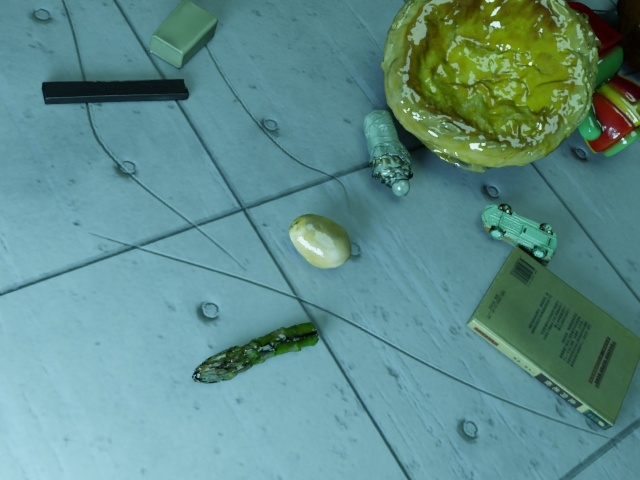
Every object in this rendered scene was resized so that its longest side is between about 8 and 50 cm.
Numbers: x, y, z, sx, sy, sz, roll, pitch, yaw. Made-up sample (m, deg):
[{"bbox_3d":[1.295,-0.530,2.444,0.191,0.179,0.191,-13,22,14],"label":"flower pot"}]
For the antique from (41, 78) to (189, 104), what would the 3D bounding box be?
[{"bbox_3d":[-0.274,-0.202,1.013,0.192,0.015,0.031,-7,61,-26],"label":"antique"}]

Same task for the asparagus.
[{"bbox_3d":[-0.076,0.132,0.871,0.165,0.030,0.036,-19,95,-31],"label":"asparagus"}]

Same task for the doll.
[{"bbox_3d":[0.414,-0.309,1.263,0.182,0.160,0.363,-33,75,-30],"label":"doll"}]

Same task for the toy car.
[{"bbox_3d":[0.291,-0.011,1.104,0.121,0.035,0.059,25,53,5],"label":"toy car"}]

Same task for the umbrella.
[{"bbox_3d":[0.098,-0.126,1.090,0.067,0.062,0.144,17,47,-49],"label":"umbrella"}]

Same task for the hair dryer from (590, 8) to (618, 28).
[{"bbox_3d":[0.439,-0.468,1.420,0.195,0.075,0.219,-9,63,-17],"label":"hair dryer"}]

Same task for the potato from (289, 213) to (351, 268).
[{"bbox_3d":[0.000,0.000,0.965,0.083,0.062,0.068,45,19,-25],"label":"potato"}]

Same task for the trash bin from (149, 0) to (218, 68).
[{"bbox_3d":[-0.199,-0.299,1.088,0.060,0.043,0.092,31,54,-1],"label":"trash bin"}]

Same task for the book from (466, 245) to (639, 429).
[{"bbox_3d":[0.329,0.129,1.035,0.231,0.026,0.161,38,54,4],"label":"book"}]

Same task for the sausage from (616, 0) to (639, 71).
[{"bbox_3d":[0.656,-0.436,1.452,0.153,0.141,0.268,22,53,-7],"label":"sausage"}]

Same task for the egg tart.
[{"bbox_3d":[0.253,-0.253,1.149,0.341,0.129,0.341,0,74,0],"label":"egg tart"}]
